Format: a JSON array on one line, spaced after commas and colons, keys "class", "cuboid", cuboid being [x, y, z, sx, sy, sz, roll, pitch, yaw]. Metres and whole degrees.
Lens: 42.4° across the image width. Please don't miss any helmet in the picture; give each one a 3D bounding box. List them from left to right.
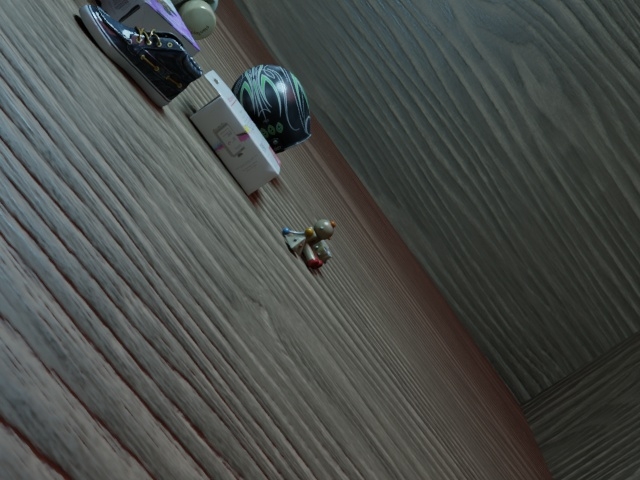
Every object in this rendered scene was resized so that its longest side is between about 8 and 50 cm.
[{"class": "helmet", "cuboid": [-0.101, -0.258, 1.599, 0.169, 0.170, 0.161, -94, 165, -73]}]

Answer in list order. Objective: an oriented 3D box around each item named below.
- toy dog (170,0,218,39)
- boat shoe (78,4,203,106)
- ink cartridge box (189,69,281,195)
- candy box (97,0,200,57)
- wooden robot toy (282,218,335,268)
[{"class": "toy dog", "cuboid": [-0.299, -0.576, 1.721, 0.220, 0.161, 0.334, 59, 10, 25]}, {"class": "boat shoe", "cuboid": [-0.247, -0.274, 1.148, 0.183, 0.083, 0.065, 47, 12, -42]}, {"class": "ink cartridge box", "cuboid": [-0.149, -0.182, 1.371, 0.198, 0.067, 0.115, 55, 9, -13]}, {"class": "candy box", "cuboid": [-0.299, -0.389, 1.330, 0.196, 0.070, 0.165, 59, 11, 24]}, {"class": "wooden robot toy", "cuboid": [0.000, 0.000, 1.446, 0.076, 0.079, 0.173, 58, 10, 16]}]
